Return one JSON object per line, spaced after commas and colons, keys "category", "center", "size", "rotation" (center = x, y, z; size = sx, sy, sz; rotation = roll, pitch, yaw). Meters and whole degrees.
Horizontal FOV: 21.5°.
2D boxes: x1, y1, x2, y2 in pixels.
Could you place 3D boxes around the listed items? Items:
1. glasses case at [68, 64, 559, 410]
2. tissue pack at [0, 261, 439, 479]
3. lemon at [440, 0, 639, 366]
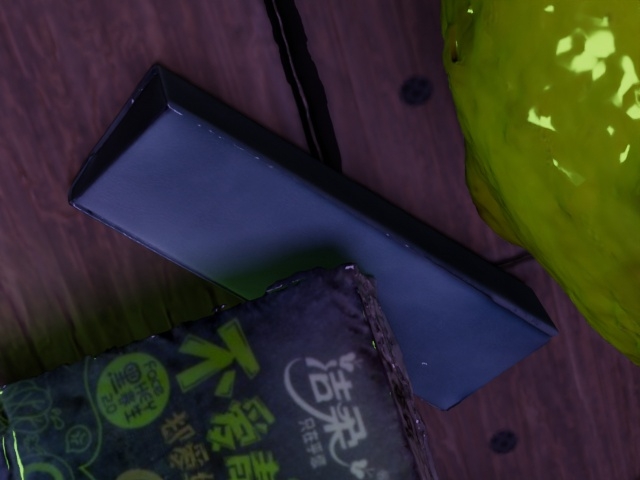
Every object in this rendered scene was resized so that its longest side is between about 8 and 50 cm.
{"category": "glasses case", "center": [0.000, 0.000, 0.941], "size": [0.266, 0.056, 0.105], "rotation": [30, 133, -24]}
{"category": "tissue pack", "center": [-0.060, 0.130, 0.894], "size": [0.235, 0.073, 0.173], "rotation": [-20, 78, 9]}
{"category": "lemon", "center": [0.240, -0.097, 0.758], "size": [0.387, 0.350, 0.350], "rotation": [-29, 120, 15]}
